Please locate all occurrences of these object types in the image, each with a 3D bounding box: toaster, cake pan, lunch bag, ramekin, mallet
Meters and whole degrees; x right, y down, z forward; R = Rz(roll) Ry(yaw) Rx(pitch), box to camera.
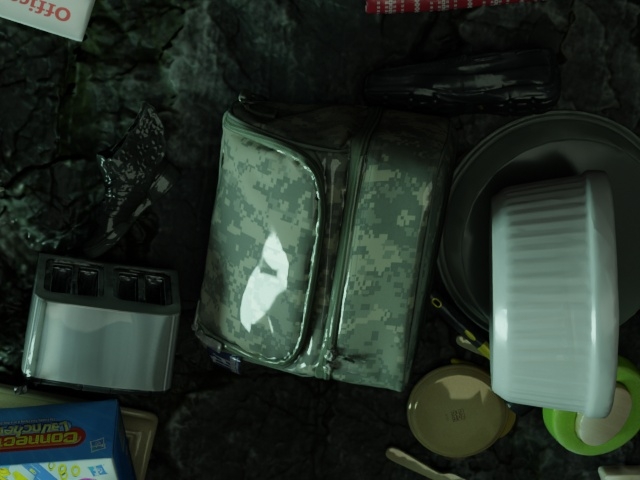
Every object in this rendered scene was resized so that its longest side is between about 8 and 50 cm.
[{"bbox_3d":[-0.244,0.095,1.791,0.168,0.186,0.110,7,111,-9],"label":"toaster"},{"bbox_3d":[0.281,-0.005,1.898,0.293,0.054,0.293,-2,107,-7],"label":"cake pan"},{"bbox_3d":[0.000,0.000,1.784,0.256,0.212,0.305,11,111,7],"label":"lunch bag"},{"bbox_3d":[0.247,0.059,1.755,0.127,0.273,0.273,-1,108,5],"label":"ramekin"},{"bbox_3d":[0.201,0.121,1.897,0.062,0.039,0.190,-37,100,13],"label":"mallet"}]

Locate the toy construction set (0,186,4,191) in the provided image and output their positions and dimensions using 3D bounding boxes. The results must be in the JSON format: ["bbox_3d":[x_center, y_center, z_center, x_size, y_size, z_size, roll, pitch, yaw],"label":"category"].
[{"bbox_3d":[-0.442,0.049,1.754,0.309,0.257,0.237,-44,152,23],"label":"toy construction set"}]

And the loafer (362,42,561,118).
[{"bbox_3d":[0.159,-0.182,1.823,0.223,0.076,0.078,-2,69,2],"label":"loafer"}]

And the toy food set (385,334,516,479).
[{"bbox_3d":[0.169,0.206,1.964,0.132,0.038,0.192,29,107,-8],"label":"toy food set"}]

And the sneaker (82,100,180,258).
[{"bbox_3d":[-0.225,-0.067,1.814,0.170,0.051,0.089,-44,108,2],"label":"sneaker"}]

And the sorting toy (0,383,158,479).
[{"bbox_3d":[-0.363,0.280,1.907,0.307,0.041,0.229,12,105,-11],"label":"sorting toy"}]

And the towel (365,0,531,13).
[{"bbox_3d":[0.180,-0.357,1.787,0.274,0.031,0.199,-6,110,-4],"label":"towel"}]

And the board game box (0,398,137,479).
[{"bbox_3d":[-0.354,0.321,1.820,0.301,0.086,0.308,-5,132,2],"label":"board game box"}]

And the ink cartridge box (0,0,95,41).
[{"bbox_3d":[-0.290,-0.347,1.652,0.171,0.168,0.233,18,104,-12],"label":"ink cartridge box"}]

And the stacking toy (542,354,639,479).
[{"bbox_3d":[0.435,0.221,1.921,0.279,0.130,0.309,-34,119,2],"label":"stacking toy"}]
